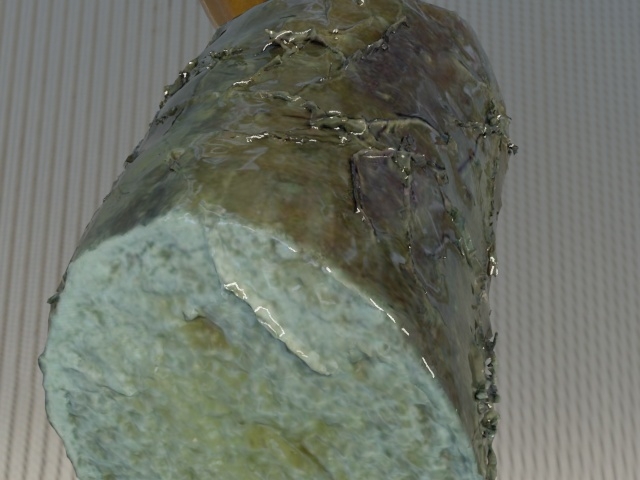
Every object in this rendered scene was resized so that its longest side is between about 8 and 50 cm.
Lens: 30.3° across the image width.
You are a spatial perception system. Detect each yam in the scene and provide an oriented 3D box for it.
[{"bbox_3d":[-0.004,-0.004,0.574,0.271,0.203,0.201,-62,138,-55],"label":"yam"}]

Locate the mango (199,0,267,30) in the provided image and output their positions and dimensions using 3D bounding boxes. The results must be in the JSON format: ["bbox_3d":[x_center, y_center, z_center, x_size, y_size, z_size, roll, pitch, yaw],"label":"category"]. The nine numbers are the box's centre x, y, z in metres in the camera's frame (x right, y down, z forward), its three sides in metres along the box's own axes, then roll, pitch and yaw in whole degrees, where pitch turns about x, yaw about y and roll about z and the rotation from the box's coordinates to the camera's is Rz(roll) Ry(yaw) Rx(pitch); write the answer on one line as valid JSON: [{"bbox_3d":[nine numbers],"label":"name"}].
[{"bbox_3d":[-0.083,-0.303,1.354,0.136,0.236,0.166,-45,60,-8],"label":"mango"}]
